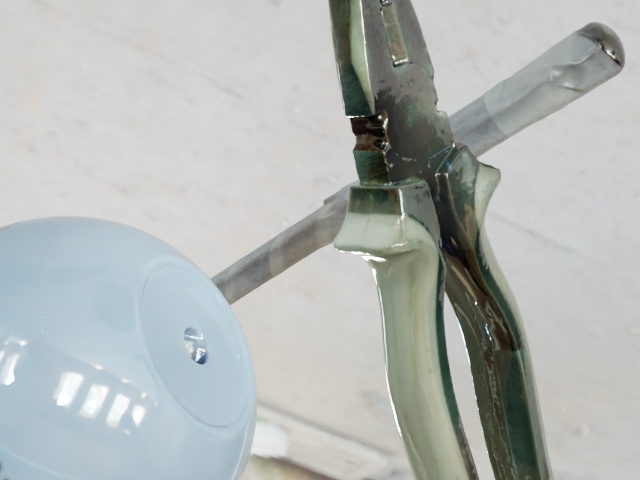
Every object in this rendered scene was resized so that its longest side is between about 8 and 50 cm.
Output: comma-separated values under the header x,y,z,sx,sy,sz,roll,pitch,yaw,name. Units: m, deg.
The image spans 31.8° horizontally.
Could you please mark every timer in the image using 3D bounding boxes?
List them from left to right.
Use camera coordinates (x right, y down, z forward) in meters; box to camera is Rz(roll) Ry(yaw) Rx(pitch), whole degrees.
x,y,z,sx,sy,sz,roll,pitch,yaw,name
-0.144,0.099,0.472,0.175,0.255,0.175,51,-177,-3,timer

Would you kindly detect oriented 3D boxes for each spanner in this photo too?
x,y,z,sx,sy,sz,roll,pitch,yaw,name
0.054,0.014,0.520,0.040,0.095,0.325,4,119,42,spanner

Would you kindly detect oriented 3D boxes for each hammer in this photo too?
x,y,z,sx,sy,sz,roll,pitch,yaw,name
-0.001,-0.001,0.698,0.427,0.152,0.044,-31,119,22,hammer
